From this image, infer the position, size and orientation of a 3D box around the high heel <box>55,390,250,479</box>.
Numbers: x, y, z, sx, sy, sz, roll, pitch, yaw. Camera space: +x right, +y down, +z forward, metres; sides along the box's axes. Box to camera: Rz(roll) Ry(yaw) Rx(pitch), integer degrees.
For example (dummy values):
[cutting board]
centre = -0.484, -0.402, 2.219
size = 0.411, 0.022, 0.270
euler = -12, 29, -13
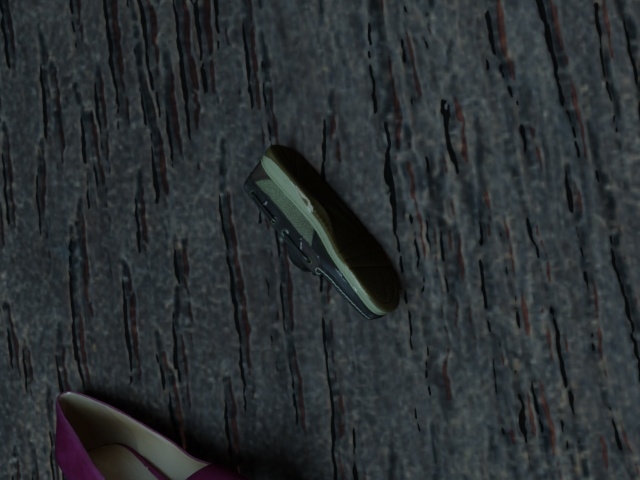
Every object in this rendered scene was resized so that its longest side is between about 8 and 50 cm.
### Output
[high heel]
centre = -0.128, 0.163, 1.119
size = 0.244, 0.082, 0.117
euler = -11, 104, 62

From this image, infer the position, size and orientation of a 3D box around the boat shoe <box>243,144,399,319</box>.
[boat shoe]
centre = 0.000, 0.000, 1.090
size = 0.049, 0.056, 0.152
euler = -45, 69, 29
